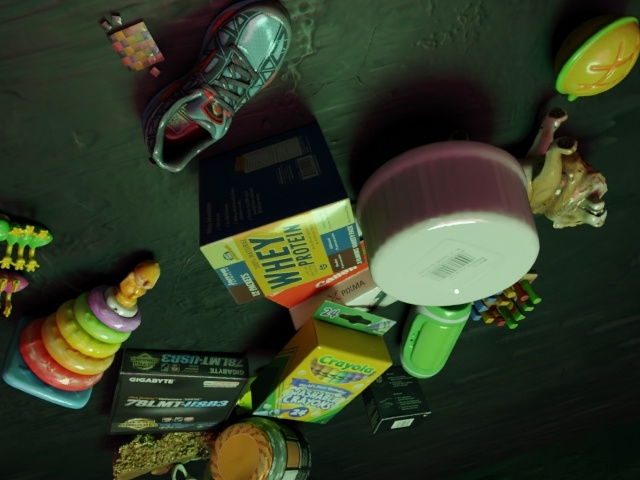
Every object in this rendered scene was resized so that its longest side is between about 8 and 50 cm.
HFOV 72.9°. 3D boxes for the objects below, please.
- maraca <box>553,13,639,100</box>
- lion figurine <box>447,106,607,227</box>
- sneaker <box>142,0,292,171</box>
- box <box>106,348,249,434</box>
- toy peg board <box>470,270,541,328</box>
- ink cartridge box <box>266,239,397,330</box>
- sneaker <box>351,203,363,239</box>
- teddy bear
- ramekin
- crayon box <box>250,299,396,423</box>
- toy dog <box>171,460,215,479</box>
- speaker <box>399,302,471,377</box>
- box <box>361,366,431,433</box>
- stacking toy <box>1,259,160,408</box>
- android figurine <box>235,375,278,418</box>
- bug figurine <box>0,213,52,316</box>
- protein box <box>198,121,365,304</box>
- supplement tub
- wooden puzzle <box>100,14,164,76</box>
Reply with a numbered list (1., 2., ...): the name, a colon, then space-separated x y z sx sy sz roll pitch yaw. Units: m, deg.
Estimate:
1. maraca: 0.423 -0.274 0.665 0.127 0.099 0.185 -38 158 28
2. lion figurine: 0.331 -0.095 0.805 0.391 0.142 0.240 -7 145 9
3. sneaker: -0.127 -0.183 0.556 0.262 0.125 0.104 -40 132 22
4. box: -0.360 0.388 1.087 0.295 0.073 0.293 11 131 -24
5. toy peg board: 0.467 0.158 1.116 0.160 0.079 0.161 3 132 -20
6. ink cartridge box: 0.056 0.107 0.913 0.275 0.060 0.239 -29 151 12
7. sneaker: 0.000 0.000 0.801 0.235 0.095 0.090 -13 134 -9
8. teddy bear: -0.422 0.593 1.265 0.337 0.113 0.245 -9 143 -19
9. ramekin: 0.197 -0.009 0.686 0.277 0.135 0.277 0 143 0
10. crayon box: 0.009 0.285 0.966 0.203 0.083 0.323 21 122 -29
11. toy dog: -0.262 0.736 1.187 0.161 0.334 0.220 -35 139 4
12. speaker: 0.281 0.226 1.092 0.131 0.131 0.297 -6 135 -12
13. box: 0.216 0.468 1.286 0.155 0.158 0.093 0 133 -17
14. stacking toy: -0.402 0.142 0.798 0.302 0.175 0.166 -42 127 5
15. android figurine: -0.114 0.429 1.221 0.272 0.056 0.248 -13 136 -7
16. bug figurine: -0.551 0.018 0.661 0.216 0.072 0.279 19 121 -40
17. protein box: -0.064 -0.045 0.659 0.201 0.200 0.136 -18 136 2
18. supplement tub: -0.163 0.624 1.244 0.207 0.207 0.338 -23 149 5
19. wooden puzzle: -0.232 -0.244 0.547 0.049 0.006 0.083 -20 136 3
